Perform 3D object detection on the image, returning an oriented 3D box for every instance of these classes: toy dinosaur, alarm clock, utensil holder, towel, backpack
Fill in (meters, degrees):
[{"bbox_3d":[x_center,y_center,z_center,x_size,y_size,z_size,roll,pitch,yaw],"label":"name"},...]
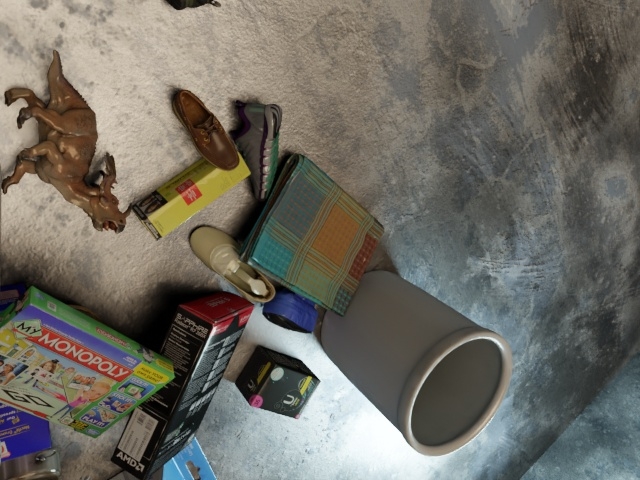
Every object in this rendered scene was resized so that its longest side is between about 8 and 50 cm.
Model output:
[{"bbox_3d":[-0.429,-0.166,1.027,0.200,0.127,0.296,-2,100,-41],"label":"toy dinosaur"},{"bbox_3d":[-0.587,0.466,1.194,0.129,0.064,0.192,10,135,-46],"label":"alarm clock"},{"bbox_3d":[0.227,0.285,1.489,0.327,0.385,0.328,-14,118,-27],"label":"utensil holder"},{"bbox_3d":[0.000,0.000,1.381,0.370,0.040,0.272,36,77,-43],"label":"towel"},{"bbox_3d":[-0.078,0.162,1.420,0.120,0.097,0.101,30,64,-39],"label":"backpack"}]

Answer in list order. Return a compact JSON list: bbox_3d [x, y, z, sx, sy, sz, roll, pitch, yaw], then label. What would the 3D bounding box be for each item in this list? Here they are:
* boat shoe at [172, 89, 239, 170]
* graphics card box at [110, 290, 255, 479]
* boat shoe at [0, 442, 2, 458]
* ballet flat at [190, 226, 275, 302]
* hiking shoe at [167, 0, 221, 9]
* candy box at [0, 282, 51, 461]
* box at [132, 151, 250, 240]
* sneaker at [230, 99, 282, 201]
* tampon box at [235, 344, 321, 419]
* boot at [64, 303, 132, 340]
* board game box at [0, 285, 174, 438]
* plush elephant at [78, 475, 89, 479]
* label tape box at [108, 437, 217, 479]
[{"bbox_3d":[-0.218,-0.209,1.126,0.064,0.060,0.178,-38,95,-15],"label":"boat shoe"},{"bbox_3d":[-0.287,0.298,1.269,0.371,0.094,0.233,-66,169,8],"label":"graphics card box"},{"bbox_3d":[-0.764,0.388,0.915,0.499,0.156,0.187,-8,115,3],"label":"boat shoe"},{"bbox_3d":[-0.185,0.061,1.309,0.086,0.086,0.248,-48,128,-6],"label":"ballet flat"},{"bbox_3d":[-0.221,-0.524,1.030,0.114,0.086,0.227,-21,128,-40],"label":"hiking shoe"},{"bbox_3d":[-0.652,0.260,1.068,0.268,0.122,0.318,-9,114,-31],"label":"candy box"},{"bbox_3d":[-0.259,-0.100,1.184,0.232,0.087,0.058,-37,126,-13],"label":"box"},{"bbox_3d":[-0.140,-0.189,1.246,0.098,0.083,0.224,13,124,3],"label":"sneaker"},{"bbox_3d":[-0.106,0.356,1.482,0.161,0.101,0.121,28,93,-38],"label":"tampon box"},{"bbox_3d":[-0.424,0.204,1.135,0.112,0.115,0.305,-67,151,-14],"label":"boot"},{"bbox_3d":[-0.449,0.229,1.047,0.213,0.046,0.317,-37,132,11],"label":"board game box"},{"bbox_3d":[-0.579,0.632,1.122,0.330,0.255,0.272,-43,99,3],"label":"plush elephant"},{"bbox_3d":[-0.408,0.661,1.419,0.347,0.115,0.249,-27,123,-19],"label":"label tape box"}]
